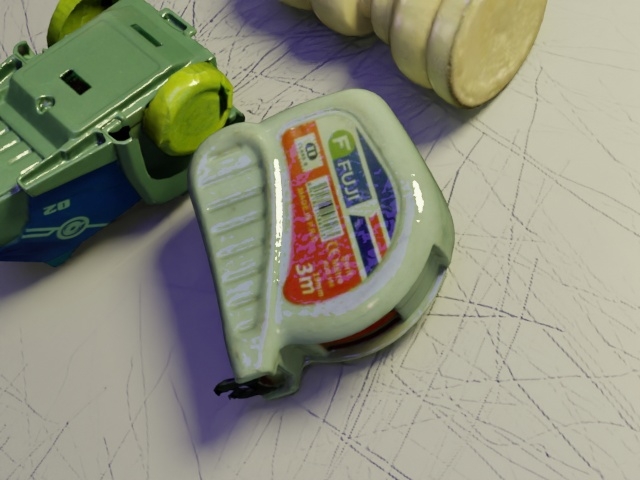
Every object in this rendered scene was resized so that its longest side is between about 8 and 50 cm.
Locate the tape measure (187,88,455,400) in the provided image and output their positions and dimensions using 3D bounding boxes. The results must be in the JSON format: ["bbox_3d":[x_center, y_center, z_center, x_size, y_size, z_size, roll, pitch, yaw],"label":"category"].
[{"bbox_3d":[-0.001,0.000,1.168,0.246,0.125,0.243,-19,69,8],"label":"tape measure"}]

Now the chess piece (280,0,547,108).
[{"bbox_3d":[0.061,-0.264,1.264,0.299,0.167,0.167,31,76,28],"label":"chess piece"}]

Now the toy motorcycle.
[{"bbox_3d":[-0.247,-0.082,1.239,0.326,0.200,0.191,-40,62,-19],"label":"toy motorcycle"}]
